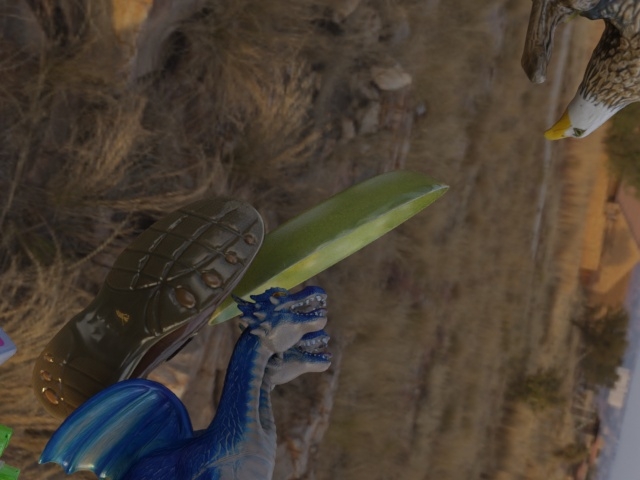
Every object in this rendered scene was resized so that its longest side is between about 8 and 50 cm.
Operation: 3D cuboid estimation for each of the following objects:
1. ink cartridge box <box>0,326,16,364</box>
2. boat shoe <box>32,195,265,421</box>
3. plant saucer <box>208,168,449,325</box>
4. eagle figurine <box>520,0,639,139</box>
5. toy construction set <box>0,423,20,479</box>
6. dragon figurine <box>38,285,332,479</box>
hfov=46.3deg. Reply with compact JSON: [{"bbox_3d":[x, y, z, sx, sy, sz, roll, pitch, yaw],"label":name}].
[{"bbox_3d":[-0.311,0.119,0.369,0.186,0.065,0.311,-39,179,9],"label":"ink cartridge box"},{"bbox_3d":[-0.103,0.041,0.476,0.178,0.064,0.060,-45,167,4],"label":"boat shoe"},{"bbox_3d":[0.000,0.000,0.660,0.037,0.241,0.241,60,27,5],"label":"plant saucer"},{"bbox_3d":[0.267,-0.125,0.552,0.226,0.298,0.225,-66,-164,-9],"label":"eagle figurine"},{"bbox_3d":[-0.377,0.206,0.761,0.215,0.151,0.328,-89,-171,-68],"label":"toy construction set"},{"bbox_3d":[-0.099,0.139,0.425,0.289,0.144,0.085,-32,132,-1],"label":"dragon figurine"}]
